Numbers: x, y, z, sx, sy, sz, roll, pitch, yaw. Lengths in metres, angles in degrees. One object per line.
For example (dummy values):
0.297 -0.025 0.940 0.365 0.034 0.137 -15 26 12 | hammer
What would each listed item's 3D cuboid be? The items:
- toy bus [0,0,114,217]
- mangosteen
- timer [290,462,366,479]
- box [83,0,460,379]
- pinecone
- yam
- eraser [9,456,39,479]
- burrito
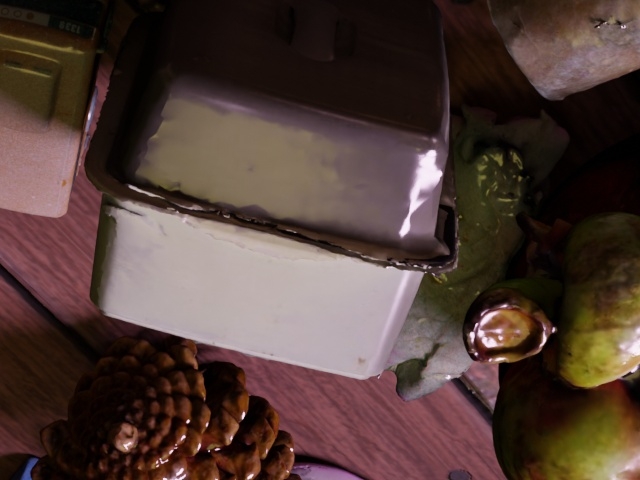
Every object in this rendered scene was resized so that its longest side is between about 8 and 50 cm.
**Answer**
-0.192 -0.107 1.282 0.091 0.103 0.182 13 139 -6 | toy bus
0.222 0.070 1.245 0.359 0.306 0.306 4 142 -21 | mangosteen
-0.011 0.279 1.722 0.191 0.069 0.208 29 134 -26 | timer
-0.025 -0.058 1.175 0.221 0.290 0.166 15 117 -6 | box
-0.111 0.184 1.551 0.186 0.168 0.212 -20 130 22 | pinecone
0.226 -0.163 1.145 0.259 0.106 0.106 -21 131 30 | yam
-0.325 0.330 1.777 0.043 0.144 0.312 26 137 -15 | eraser
0.102 0.018 1.402 0.096 0.066 0.309 16 138 -1 | burrito
